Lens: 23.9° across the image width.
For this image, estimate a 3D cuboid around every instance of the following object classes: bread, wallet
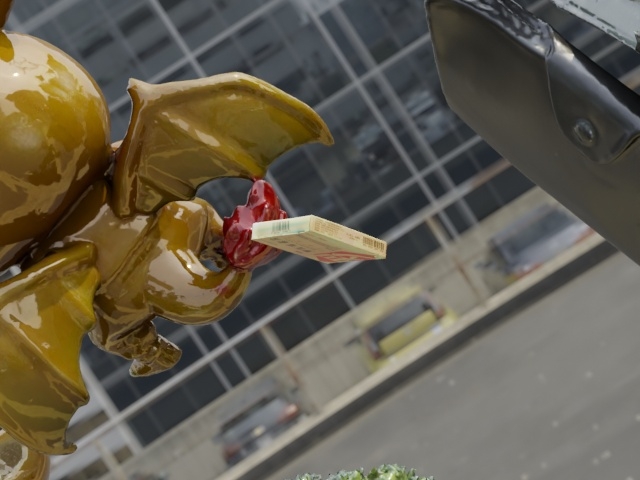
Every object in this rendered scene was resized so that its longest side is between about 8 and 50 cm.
[{"bbox_3d":[-0.324,0.261,1.563,0.092,0.074,0.239,-36,-12,-24],"label":"bread"},{"bbox_3d":[0.228,-0.063,1.203,0.051,0.377,0.197,-39,-31,-14],"label":"wallet"}]

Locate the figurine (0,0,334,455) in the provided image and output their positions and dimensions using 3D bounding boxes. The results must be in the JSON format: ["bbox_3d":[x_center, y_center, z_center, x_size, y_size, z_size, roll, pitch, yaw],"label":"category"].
[{"bbox_3d":[-0.223,-0.056,1.419,0.401,0.387,0.268,-45,22,8],"label":"figurine"}]

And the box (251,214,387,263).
[{"bbox_3d":[0.000,0.000,1.135,0.058,0.015,0.093,-8,-18,38],"label":"box"}]

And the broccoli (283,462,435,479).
[{"bbox_3d":[0.072,0.307,1.089,0.361,0.221,0.252,13,16,30],"label":"broccoli"}]

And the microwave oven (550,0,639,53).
[{"bbox_3d":[0.381,-0.194,1.115,0.236,0.374,0.432,-61,21,12],"label":"microwave oven"}]
